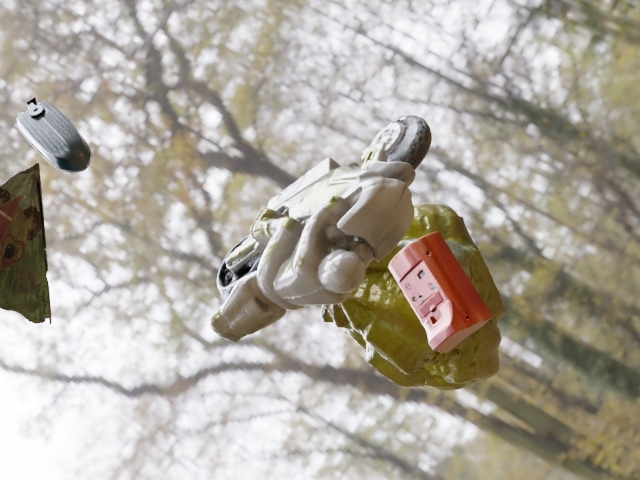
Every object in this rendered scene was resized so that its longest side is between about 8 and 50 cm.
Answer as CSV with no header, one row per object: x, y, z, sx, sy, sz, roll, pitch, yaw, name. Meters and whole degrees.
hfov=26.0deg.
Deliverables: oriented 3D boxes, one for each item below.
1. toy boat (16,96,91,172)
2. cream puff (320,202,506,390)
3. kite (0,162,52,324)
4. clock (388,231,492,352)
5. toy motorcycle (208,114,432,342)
-0.329,-0.124,1.744,0.055,0.141,0.060,-34,-43,-16,toy boat
0.137,0.109,2.449,0.275,0.378,0.378,-23,-38,-23,cream puff
-0.401,0.026,1.694,0.323,0.013,0.268,34,-104,-63,kite
0.164,0.077,2.005,0.061,0.155,0.113,-19,-18,-35,clock
0.000,0.000,1.621,0.341,0.108,0.223,-36,31,25,toy motorcycle
